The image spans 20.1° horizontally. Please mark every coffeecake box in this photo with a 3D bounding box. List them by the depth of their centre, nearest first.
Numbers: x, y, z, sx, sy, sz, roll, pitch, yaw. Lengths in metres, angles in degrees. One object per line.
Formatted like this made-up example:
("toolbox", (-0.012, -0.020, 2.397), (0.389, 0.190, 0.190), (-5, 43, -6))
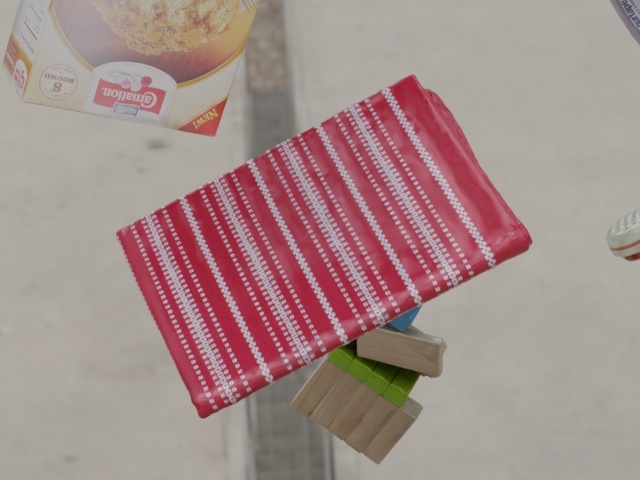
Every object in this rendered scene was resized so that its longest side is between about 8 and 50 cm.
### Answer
("coffeecake box", (-0.116, -0.175, 1.208), (0.142, 0.185, 0.068), (9, 23, -27))

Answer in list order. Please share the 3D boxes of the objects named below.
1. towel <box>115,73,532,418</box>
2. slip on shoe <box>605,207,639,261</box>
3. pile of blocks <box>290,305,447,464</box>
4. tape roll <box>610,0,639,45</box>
("towel", (0.000, 0.000, 1.347), (0.275, 0.031, 0.199), (-28, 50, -2))
("slip on shoe", (0.423, -0.017, 1.733), (0.331, 0.101, 0.123), (-10, -4, -27))
("pile of blocks", (0.064, 0.038, 1.688), (0.149, 0.362, 0.112), (16, 40, 18))
("tape roll", (0.368, -0.276, 1.927), (0.080, 0.189, 0.189), (-31, 22, -2))
